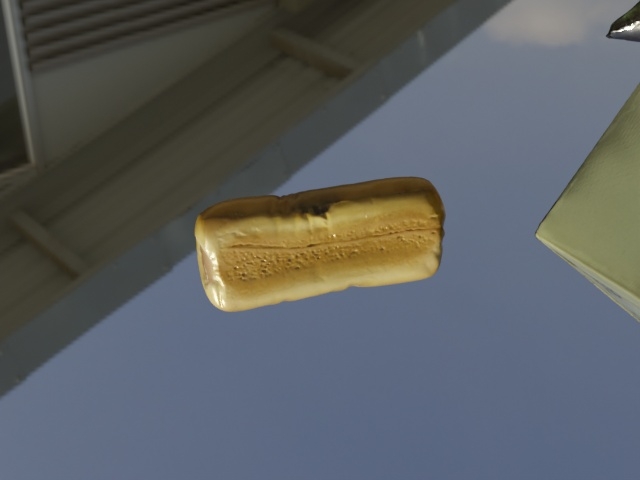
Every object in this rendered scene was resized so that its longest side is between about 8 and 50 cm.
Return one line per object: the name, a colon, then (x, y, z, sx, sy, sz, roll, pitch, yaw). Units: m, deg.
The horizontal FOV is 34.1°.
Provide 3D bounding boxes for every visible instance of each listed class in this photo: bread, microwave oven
bread: (0.000, 0.000, 1.284, 0.305, 0.141, 0.091, -8, -156, -3)
microwave oven: (0.478, 0.036, 1.056, 0.394, 0.247, 0.333, 32, -174, -42)

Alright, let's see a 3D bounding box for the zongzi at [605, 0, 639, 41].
zongzi: (0.499, -0.250, 1.036, 0.362, 0.319, 0.383, -38, -123, 5)
